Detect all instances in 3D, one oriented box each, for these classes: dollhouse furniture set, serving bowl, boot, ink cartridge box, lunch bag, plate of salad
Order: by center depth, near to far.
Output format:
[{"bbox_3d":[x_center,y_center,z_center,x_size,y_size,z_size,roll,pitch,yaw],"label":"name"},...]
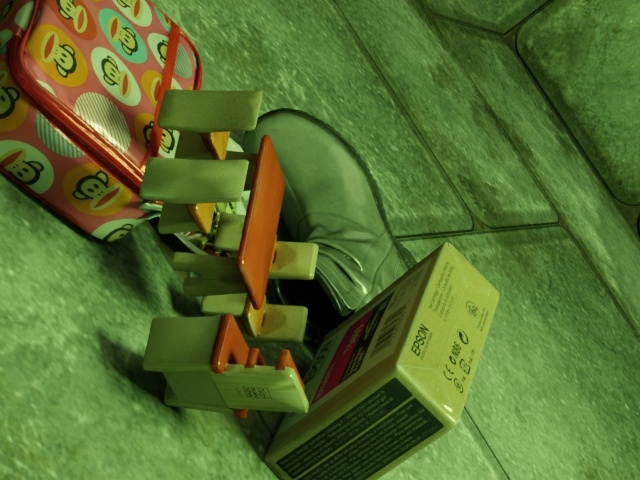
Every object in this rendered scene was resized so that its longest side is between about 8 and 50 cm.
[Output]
[{"bbox_3d":[-0.064,0.027,1.378,0.262,0.135,0.259,70,24,-55],"label":"dollhouse furniture set"},{"bbox_3d":[-0.216,-0.140,1.470,0.258,0.120,0.293,42,29,-29],"label":"lunch bag"},{"bbox_3d":[0.064,0.133,1.486,0.088,0.193,0.234,45,32,-11],"label":"ink cartridge box"},{"bbox_3d":[-0.130,-0.055,1.614,0.200,0.048,0.200,44,23,-24],"label":"plate of salad"},{"bbox_3d":[-0.094,-0.085,1.680,0.083,0.027,0.083,60,-2,4],"label":"serving bowl"},{"bbox_3d":[0.000,0.000,1.722,0.338,0.118,0.223,51,26,4],"label":"boot"}]
